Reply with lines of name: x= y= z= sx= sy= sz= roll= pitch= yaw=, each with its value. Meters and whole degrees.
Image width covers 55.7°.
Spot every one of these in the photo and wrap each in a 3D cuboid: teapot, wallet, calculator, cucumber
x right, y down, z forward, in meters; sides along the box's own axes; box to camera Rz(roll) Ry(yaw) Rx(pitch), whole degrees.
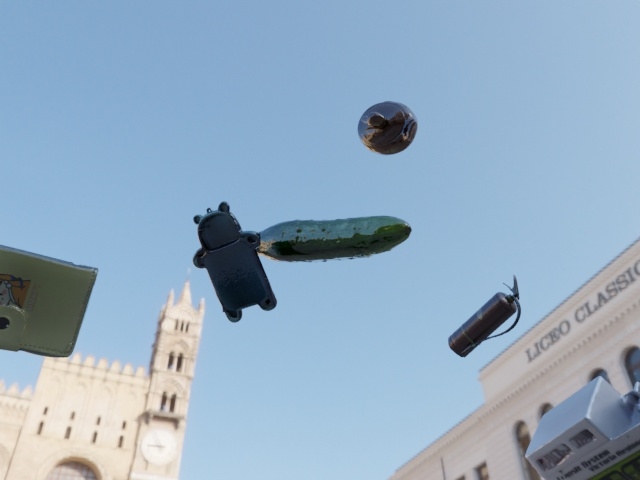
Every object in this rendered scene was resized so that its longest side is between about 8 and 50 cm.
teapot: x=0.116 y=-0.201 z=1.065 sx=0.129 sy=0.098 sz=0.078 roll=24 pitch=-1 yaw=41
wallet: x=-0.334 y=0.064 z=0.655 sx=0.155 sy=0.110 sz=0.039 roll=17 pitch=-5 yaw=-24
calculator: x=-0.105 y=0.026 z=0.718 sx=0.094 sy=0.019 sz=0.141 roll=-20 pitch=-84 yaw=18
cucumber: x=0.000 y=0.000 z=0.732 sx=0.250 sy=0.056 sz=0.056 roll=-3 pitch=-37 yaw=33

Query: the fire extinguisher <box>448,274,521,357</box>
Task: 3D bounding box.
fire extinguisher: x=0.276 y=0.134 z=0.986 sx=0.045 sy=0.078 sz=0.157 roll=22 pitch=-58 yaw=-30

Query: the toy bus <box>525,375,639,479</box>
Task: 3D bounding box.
toy bus: x=0.359 y=0.183 z=0.608 sx=0.139 sy=0.113 sz=0.301 roll=44 pitch=-53 yaw=10
